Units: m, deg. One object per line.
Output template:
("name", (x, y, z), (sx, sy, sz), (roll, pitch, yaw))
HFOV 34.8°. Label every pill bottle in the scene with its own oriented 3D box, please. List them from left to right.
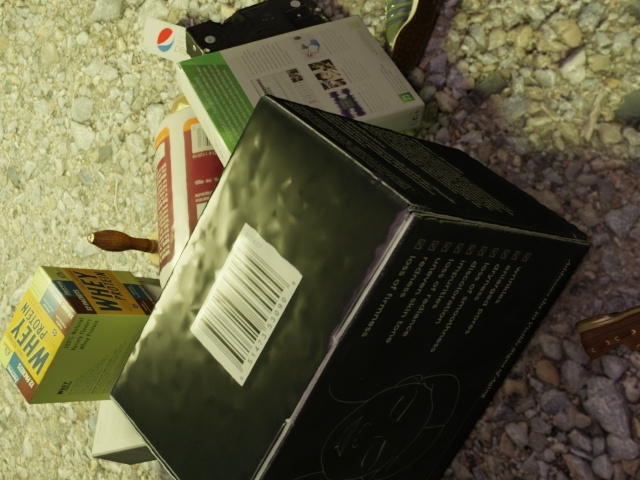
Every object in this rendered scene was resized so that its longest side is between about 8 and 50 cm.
("pill bottle", (-0.161, -0.013, 1.714), (0.224, 0.224, 0.392), (-23, 62, 34))

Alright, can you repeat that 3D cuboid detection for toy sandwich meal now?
("toy sandwich meal", (-0.257, -0.242, 1.977), (0.085, 0.029, 0.086), (0, 89, 28))

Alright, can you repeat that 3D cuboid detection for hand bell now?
("hand bell", (-0.324, 0.009, 1.863), (0.126, 0.242, 0.126), (-5, 82, 37))

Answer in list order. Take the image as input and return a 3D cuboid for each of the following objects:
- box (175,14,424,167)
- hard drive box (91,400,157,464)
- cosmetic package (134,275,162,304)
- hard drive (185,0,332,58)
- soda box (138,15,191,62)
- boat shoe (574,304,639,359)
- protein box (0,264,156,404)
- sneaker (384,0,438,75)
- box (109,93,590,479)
("box", (-0.033, -0.227, 1.585), (0.058, 0.322, 0.232), (97, 149, -51))
("hard drive box", (-0.315, 0.303, 1.863), (0.232, 0.089, 0.181), (-21, 56, 48))
("cosmetic package", (-0.274, 0.132, 1.886), (0.238, 0.127, 0.107), (6, 89, 37))
("hard drive", (-0.043, -0.269, 1.691), (0.339, 0.236, 0.064), (50, 154, 30))
("soda box", (-0.249, -0.368, 1.953), (0.216, 0.074, 0.069), (24, 100, 37))
("boat shoe", (0.429, 0.118, 1.373), (0.178, 0.064, 0.060), (-22, 77, 41))
("protein box", (-0.419, 0.165, 1.788), (0.136, 0.201, 0.200), (44, 112, 32))
("sneaker", (0.138, -0.369, 1.662), (0.086, 0.064, 0.192), (37, 112, 50))
("box", (0.051, 0.106, 1.409), (0.297, 0.471, 0.480), (41, 110, 35))
